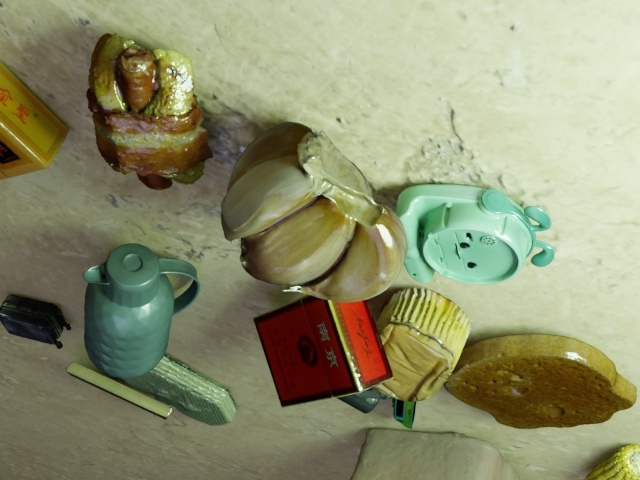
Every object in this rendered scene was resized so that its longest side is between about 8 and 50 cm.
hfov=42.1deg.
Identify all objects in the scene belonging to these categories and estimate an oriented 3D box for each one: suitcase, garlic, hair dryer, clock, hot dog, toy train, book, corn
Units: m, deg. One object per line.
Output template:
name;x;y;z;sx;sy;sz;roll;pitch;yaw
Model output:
suitcase;-0.556;0.155;1.608;0.126;0.059;0.086;12;145;11
garlic;-0.007;-0.034;0.975;0.214;0.160;0.191;33;130;-28
hair dryer;0.083;0.249;1.403;0.100;0.057;0.197;31;159;-20
clock;0.187;-0.003;1.011;0.188;0.060;0.148;1;143;24
hot dog;-0.203;-0.138;0.968;0.146;0.103;0.213;11;145;13
toy train;0.146;0.272;1.447;0.042;0.044;0.209;11;146;10
book;-0.425;0.321;1.768;0.230;0.026;0.161;27;163;-5
corn;0.517;0.410;1.448;0.072;0.072;0.203;17;148;2

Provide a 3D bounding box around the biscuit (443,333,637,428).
biscuit;0.331;0.216;1.271;0.257;0.049;0.273;33;146;-26

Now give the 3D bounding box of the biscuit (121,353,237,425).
biscuit;-0.281;0.312;1.711;0.252;0.052;0.150;34;144;-25

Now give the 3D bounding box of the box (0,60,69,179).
box;-0.495;-0.156;1.109;0.274;0.076;0.174;-7;140;34

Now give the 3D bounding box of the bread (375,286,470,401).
bread;0.137;0.150;1.217;0.132;0.114;0.190;30;138;1

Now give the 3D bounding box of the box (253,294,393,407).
box;-0.003;0.158;1.233;0.074;0.153;0.239;-10;170;-33

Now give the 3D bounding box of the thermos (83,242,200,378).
thermos;-0.292;0.105;1.343;0.182;0.145;0.286;-7;152;-21

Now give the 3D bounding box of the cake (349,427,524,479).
cake;0.211;0.512;1.600;0.308;0.230;0.237;-4;139;31
